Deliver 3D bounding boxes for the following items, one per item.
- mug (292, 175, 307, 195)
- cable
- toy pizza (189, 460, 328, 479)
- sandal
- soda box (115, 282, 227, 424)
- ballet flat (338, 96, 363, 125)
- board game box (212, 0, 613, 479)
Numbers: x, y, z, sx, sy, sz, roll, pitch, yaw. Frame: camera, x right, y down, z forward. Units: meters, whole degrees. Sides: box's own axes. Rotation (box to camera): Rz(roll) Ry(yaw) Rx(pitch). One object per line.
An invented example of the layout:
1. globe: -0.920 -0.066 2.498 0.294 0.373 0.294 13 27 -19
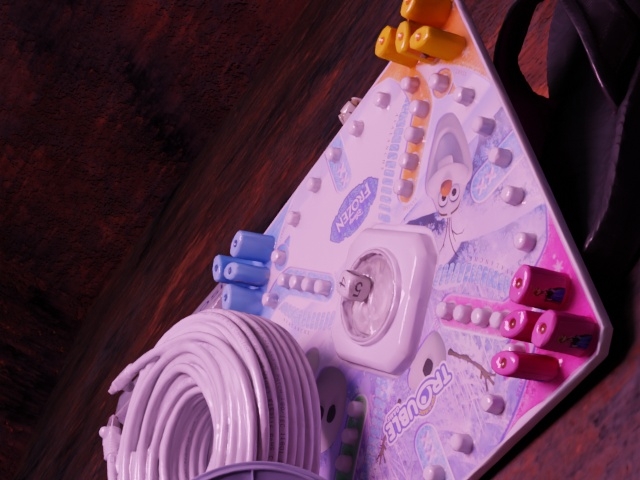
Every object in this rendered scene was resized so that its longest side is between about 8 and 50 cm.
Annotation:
1. mug: 0.005 -0.009 1.554 0.158 0.097 0.129 -39 25 59
2. cable: -0.094 0.187 1.092 0.257 0.089 0.257 -44 44 41
3. toy pizza: -0.046 0.265 0.938 0.201 0.201 0.032 -63 -3 -14
4. sandal: 0.208 -0.137 1.050 0.167 0.107 0.445 -48 18 43
5. soda box: -0.140 0.144 1.669 0.286 0.098 0.091 -49 12 6
6. ballet flat: 0.065 -0.149 1.678 0.077 0.079 0.221 -58 13 12
7. board game box: 0.040 0.046 1.060 0.390 0.050 0.390 -52 38 35
